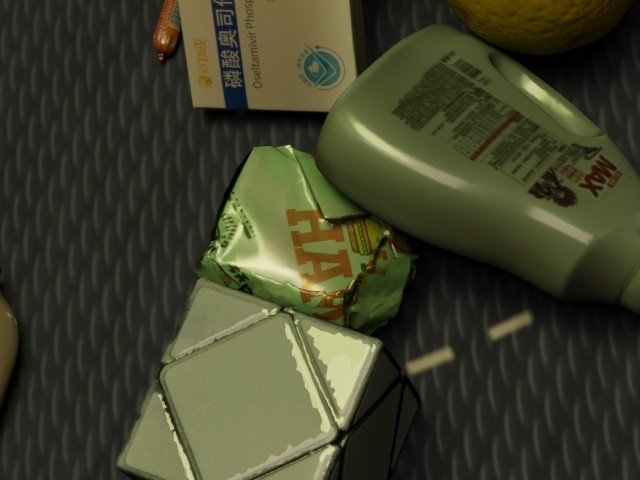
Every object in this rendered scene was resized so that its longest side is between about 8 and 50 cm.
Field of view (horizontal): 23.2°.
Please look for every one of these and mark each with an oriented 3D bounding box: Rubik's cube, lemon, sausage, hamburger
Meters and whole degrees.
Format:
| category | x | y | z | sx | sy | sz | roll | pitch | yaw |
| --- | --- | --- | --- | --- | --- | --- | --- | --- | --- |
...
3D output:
| category | x | y | z | sx | sy | sz | roll | pitch | yaw |
| --- | --- | --- | --- | --- | --- | --- | --- | --- | --- |
| Rubik's cube | -0.045 | 0.185 | 1.514 | 0.205 | 0.205 | 0.207 | 19 | 75 | 21 |
| lemon | 0.224 | -0.308 | 1.617 | 0.228 | 0.253 | 0.228 | 2 | 93 | 34 |
| sausage | -0.174 | -0.259 | 1.819 | 0.031 | 0.031 | 0.107 | 10 | 71 | 17 |
| hamburger | 0.001 | -0.003 | 1.624 | 0.214 | 0.125 | 0.235 | 19 | 53 | 8 |

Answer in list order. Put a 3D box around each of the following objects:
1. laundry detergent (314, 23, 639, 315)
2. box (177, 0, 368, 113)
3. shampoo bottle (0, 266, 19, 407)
| category | x | y | z | sx | sy | sz | roll | pitch | yaw |
| --- | --- | --- | --- | --- | --- | --- | --- | --- | --- |
| laundry detergent | 0.219 | -0.056 | 1.569 | 0.398 | 0.125 | 0.264 | 33 | 46 | 15 |
| box | -0.059 | -0.302 | 1.658 | 0.200 | 0.343 | 0.065 | 4 | 31 | 16 |
| shampoo bottle | -0.394 | 0.143 | 1.688 | 0.127 | 0.078 | 0.257 | 3 | 68 | 16 |
